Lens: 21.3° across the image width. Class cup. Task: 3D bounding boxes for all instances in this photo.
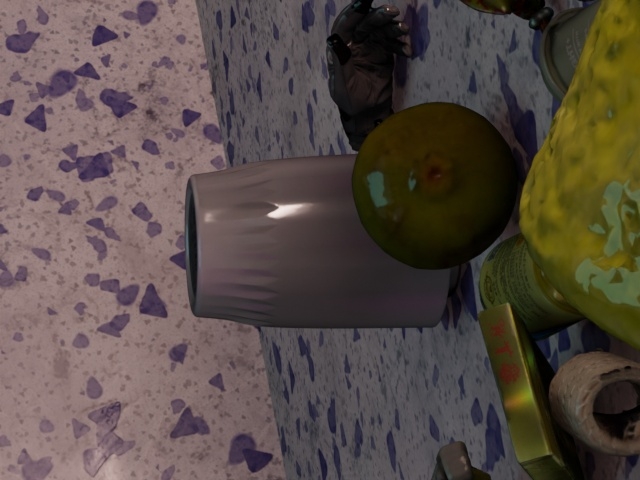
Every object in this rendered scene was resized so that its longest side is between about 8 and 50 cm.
[{"bbox_3d":[0.000,0.000,2.407,0.253,0.371,0.253,179,90,-81],"label":"cup"},{"bbox_3d":[0.289,-0.195,1.667,0.141,0.120,0.120,133,129,-61],"label":"cup"}]

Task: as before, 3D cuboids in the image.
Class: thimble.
[{"bbox_3d":[0.303,0.169,1.764,0.090,0.115,0.102,-157,58,-75],"label":"thimble"}]

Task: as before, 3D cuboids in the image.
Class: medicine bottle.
[{"bbox_3d":[0.261,0.036,1.864,0.239,0.124,0.124,146,117,-74],"label":"medicine bottle"}]

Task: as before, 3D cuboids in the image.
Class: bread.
[{"bbox_3d":[0.319,-0.082,1.148,0.348,0.348,0.308,-121,33,-58],"label":"bread"}]

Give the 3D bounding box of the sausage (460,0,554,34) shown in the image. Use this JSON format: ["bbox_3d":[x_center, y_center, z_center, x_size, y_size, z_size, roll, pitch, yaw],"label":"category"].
[{"bbox_3d":[0.156,-0.346,1.932,0.317,0.117,0.125,47,-169,2],"label":"sausage"}]

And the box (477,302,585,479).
[{"bbox_3d":[0.243,0.194,1.898,0.311,0.043,0.173,49,-154,-65],"label":"box"}]

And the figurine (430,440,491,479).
[{"bbox_3d":[0.223,0.399,2.083,0.342,0.167,0.285,41,175,-12],"label":"figurine"}]

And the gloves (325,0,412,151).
[{"bbox_3d":[0.063,-0.246,2.502,0.119,0.142,0.286,41,143,27],"label":"gloves"}]

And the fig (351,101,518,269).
[{"bbox_3d":[0.145,-0.059,2.118,0.230,0.207,0.207,73,-178,-62],"label":"fig"}]
